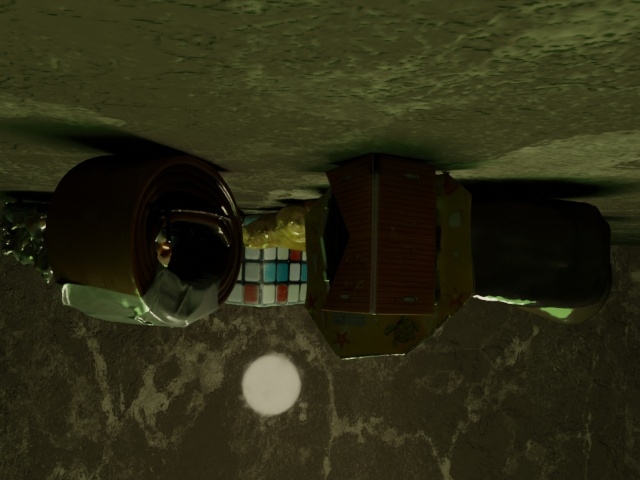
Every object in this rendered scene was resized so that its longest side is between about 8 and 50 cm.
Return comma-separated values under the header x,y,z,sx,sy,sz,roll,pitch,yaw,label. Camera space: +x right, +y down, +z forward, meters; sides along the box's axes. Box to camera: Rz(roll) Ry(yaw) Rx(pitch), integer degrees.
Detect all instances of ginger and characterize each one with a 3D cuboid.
x,y,z,sx,sy,sz,roll,pitch,yaw,label
0.015,-0.014,1.267,0.362,0.122,0.348,5,-177,-28,ginger

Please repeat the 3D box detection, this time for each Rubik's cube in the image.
x,y,z,sx,sy,sz,roll,pitch,yaw,label
-0.192,0.057,1.680,0.258,0.254,0.256,3,179,33,Rubik's cube

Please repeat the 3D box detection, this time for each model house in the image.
x,y,z,sx,sy,sz,roll,pitch,yaw,label
0.049,0.022,0.596,0.207,0.220,0.136,1,173,23,model house

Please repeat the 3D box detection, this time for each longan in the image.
x,y,z,sx,sy,sz,roll,pitch,yaw,label
0.525,0.072,1.280,0.248,0.249,0.248,2,179,0,longan

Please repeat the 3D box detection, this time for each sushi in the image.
x,y,z,sx,sy,sz,roll,pitch,yaw,label
-0.489,0.001,1.252,0.417,0.176,0.417,2,179,0,sushi

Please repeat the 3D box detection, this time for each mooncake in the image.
x,y,z,sx,sy,sz,roll,pitch,yaw,label
0.262,-0.001,0.813,0.282,0.141,0.283,4,-173,-1,mooncake

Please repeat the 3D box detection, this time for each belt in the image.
x,y,z,sx,sy,sz,roll,pitch,yaw,label
-0.174,0.003,0.617,0.105,0.184,0.261,3,179,13,belt

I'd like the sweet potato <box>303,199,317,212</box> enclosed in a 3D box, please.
x,y,z,sx,sy,sz,roll,pitch,yaw,label
0.091,-0.045,1.016,0.255,0.058,0.078,6,-161,4,sweet potato

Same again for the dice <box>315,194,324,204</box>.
x,y,z,sx,sy,sz,roll,pitch,yaw,label
0.058,0.011,0.897,0.143,0.146,0.146,6,153,6,dice

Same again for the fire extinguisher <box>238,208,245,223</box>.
x,y,z,sx,sy,sz,roll,pitch,yaw,label
-0.222,-0.057,1.269,0.078,0.045,0.157,-10,173,24,fire extinguisher
